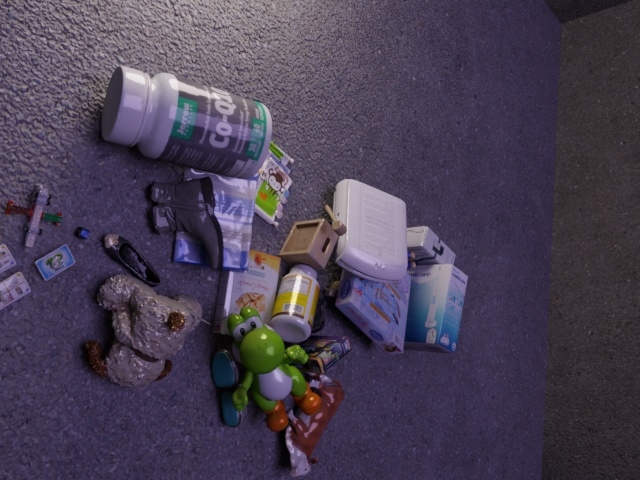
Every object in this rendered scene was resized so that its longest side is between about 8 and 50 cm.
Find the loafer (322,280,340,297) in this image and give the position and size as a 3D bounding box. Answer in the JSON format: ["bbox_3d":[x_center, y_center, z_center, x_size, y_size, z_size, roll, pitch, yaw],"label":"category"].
[{"bbox_3d":[0.053,0.155,1.822,0.148,0.056,0.050,-3,86,-56],"label":"loafer"}]

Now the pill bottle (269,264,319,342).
[{"bbox_3d":[-0.068,0.174,1.611,0.117,0.117,0.215,49,36,-31],"label":"pill bottle"}]

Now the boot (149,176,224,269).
[{"bbox_3d":[-0.331,-0.034,1.404,0.161,0.083,0.246,-11,89,-13],"label":"boot"}]

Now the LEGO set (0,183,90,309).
[{"bbox_3d":[-0.610,0.002,1.176,0.244,0.060,0.182,-41,127,-39],"label":"LEGO set"}]

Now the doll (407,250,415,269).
[{"bbox_3d":[0.256,0.036,1.955,0.189,0.046,0.129,27,53,-39],"label":"doll"}]

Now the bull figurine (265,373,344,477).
[{"bbox_3d":[-0.042,0.524,1.653,0.188,0.101,0.310,53,53,-26],"label":"bull figurine"}]

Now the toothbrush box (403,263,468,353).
[{"bbox_3d":[0.386,0.242,2.039,0.126,0.216,0.295,32,63,-40],"label":"toothbrush box"}]

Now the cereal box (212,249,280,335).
[{"bbox_3d":[-0.200,0.148,1.563,0.173,0.047,0.240,17,74,-43],"label":"cereal box"}]

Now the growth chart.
[{"bbox_3d":[-0.148,-0.173,1.668,0.172,0.021,0.237,30,66,-41],"label":"growth chart"}]

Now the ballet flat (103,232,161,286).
[{"bbox_3d":[-0.437,0.044,1.329,0.173,0.049,0.057,51,52,-30],"label":"ballet flat"}]

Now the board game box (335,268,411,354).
[{"bbox_3d":[0.188,0.167,1.897,0.318,0.066,0.318,47,41,-33],"label":"board game box"}]

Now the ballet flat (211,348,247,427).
[{"bbox_3d":[-0.240,0.386,1.500,0.068,0.072,0.213,-23,105,-73],"label":"ballet flat"}]

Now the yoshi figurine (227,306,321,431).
[{"bbox_3d":[-0.127,0.339,1.442,0.203,0.203,0.362,-56,132,-44],"label":"yoshi figurine"}]

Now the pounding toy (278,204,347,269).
[{"bbox_3d":[0.008,-0.008,1.678,0.094,0.206,0.181,45,56,-34],"label":"pounding toy"}]

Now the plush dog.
[{"bbox_3d":[-0.393,0.232,1.279,0.262,0.210,0.225,27,96,-40],"label":"plush dog"}]

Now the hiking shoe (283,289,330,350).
[{"bbox_3d":[-0.034,0.252,1.698,0.114,0.086,0.227,50,55,-30],"label":"hiking shoe"}]

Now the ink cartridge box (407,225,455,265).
[{"bbox_3d":[0.378,0.041,2.094,0.208,0.153,0.087,39,59,-35],"label":"ink cartridge box"}]

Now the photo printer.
[{"bbox_3d":[0.157,-0.019,1.794,0.256,0.107,0.307,19,56,-25],"label":"photo printer"}]

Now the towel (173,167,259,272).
[{"bbox_3d":[-0.269,-0.068,1.487,0.209,0.034,0.285,11,77,-27],"label":"towel"}]

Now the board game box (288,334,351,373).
[{"bbox_3d":[-0.017,0.328,1.647,0.141,0.170,0.048,-30,106,-44],"label":"board game box"}]

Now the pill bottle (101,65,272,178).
[{"bbox_3d":[-0.316,-0.278,1.353,0.361,0.204,0.204,9,79,-34],"label":"pill bottle"}]
